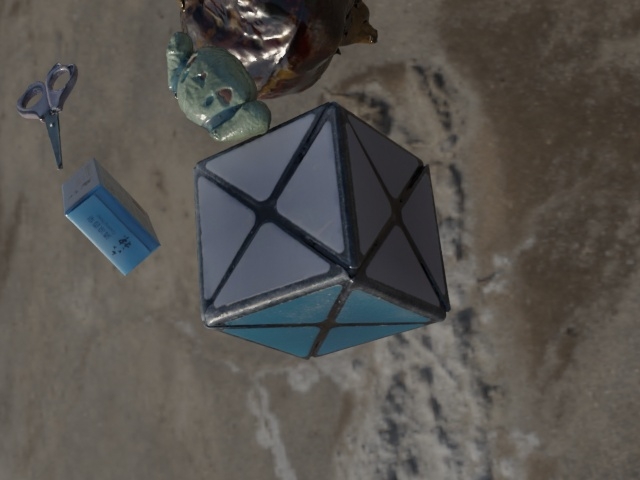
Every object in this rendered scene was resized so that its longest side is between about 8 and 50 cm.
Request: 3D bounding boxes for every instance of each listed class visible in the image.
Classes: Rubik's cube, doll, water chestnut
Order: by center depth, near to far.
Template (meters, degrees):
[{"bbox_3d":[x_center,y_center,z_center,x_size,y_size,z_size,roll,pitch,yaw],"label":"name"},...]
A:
[{"bbox_3d":[-0.142,-0.202,1.359,0.103,0.071,0.214,-50,62,12],"label":"doll"},{"bbox_3d":[0.000,0.000,1.384,0.260,0.259,0.254,-23,63,32],"label":"Rubik's cube"},{"bbox_3d":[-0.046,-0.376,1.633,0.335,0.347,0.335,-44,34,39],"label":"water chestnut"}]

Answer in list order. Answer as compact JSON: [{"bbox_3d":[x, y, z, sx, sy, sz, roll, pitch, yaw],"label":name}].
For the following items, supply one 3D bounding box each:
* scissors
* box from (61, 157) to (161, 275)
[{"bbox_3d":[-0.339,-0.152,1.280,0.100,0.015,0.189,-32,47,13],"label":"scissors"},{"bbox_3d":[-0.356,-0.045,1.707,0.083,0.142,0.232,-41,22,0],"label":"box"}]
